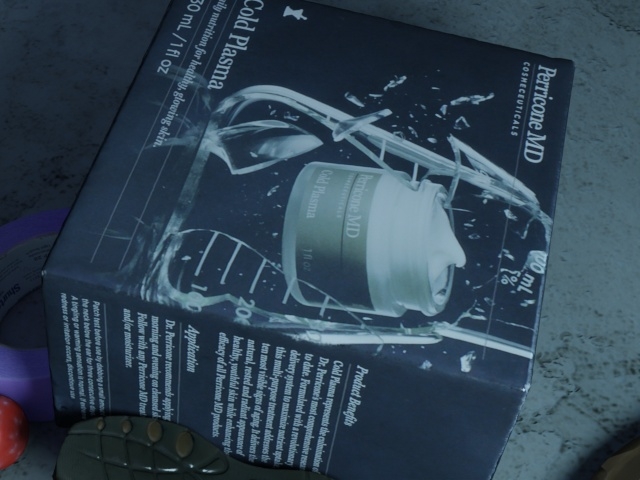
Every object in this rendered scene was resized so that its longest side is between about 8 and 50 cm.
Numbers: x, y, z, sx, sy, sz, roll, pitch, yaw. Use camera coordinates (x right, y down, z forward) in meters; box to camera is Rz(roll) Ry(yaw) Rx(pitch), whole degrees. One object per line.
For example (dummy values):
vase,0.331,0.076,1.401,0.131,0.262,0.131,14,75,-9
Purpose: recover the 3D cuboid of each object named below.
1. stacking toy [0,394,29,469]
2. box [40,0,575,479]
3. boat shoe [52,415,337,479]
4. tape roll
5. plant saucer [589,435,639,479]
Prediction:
stacking toy,-0.501,0.210,1.431,0.330,0.141,0.141,4,49,8
box,0.000,0.000,1.372,0.471,0.297,0.480,14,50,2
boat shoe,-0.116,0.283,1.260,0.324,0.120,0.123,19,46,0
tape roll,-0.330,0.087,1.538,0.274,0.090,0.275,-5,47,5
plant saucer,0.371,0.245,1.211,0.277,0.041,0.278,-27,15,8
